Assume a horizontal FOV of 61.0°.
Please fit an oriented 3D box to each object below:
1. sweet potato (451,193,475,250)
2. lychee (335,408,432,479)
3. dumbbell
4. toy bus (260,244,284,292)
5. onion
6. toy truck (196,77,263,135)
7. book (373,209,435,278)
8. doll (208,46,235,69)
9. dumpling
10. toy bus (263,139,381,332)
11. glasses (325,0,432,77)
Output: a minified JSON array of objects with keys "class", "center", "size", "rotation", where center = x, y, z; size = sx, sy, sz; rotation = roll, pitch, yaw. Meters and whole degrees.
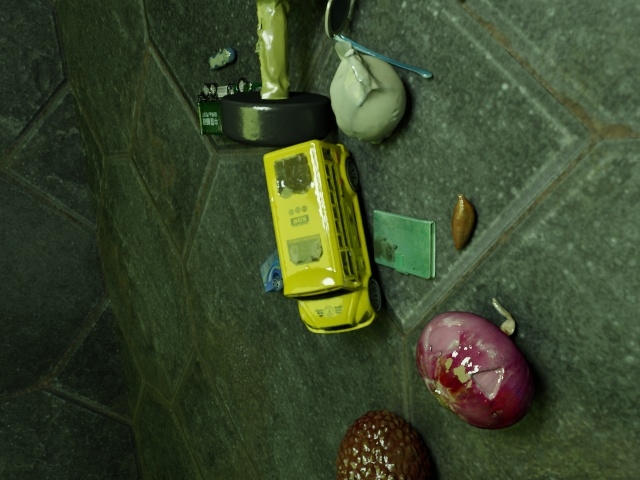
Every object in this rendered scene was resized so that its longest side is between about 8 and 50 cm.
[{"class":"sweet potato","center":[0.213,-0.026,0.811],"size":[0.034,0.034,0.095],"rotation":[33,138,44]},{"class":"lychee","center":[0.109,0.404,0.985],"size":[0.188,0.188,0.188],"rotation":[23,119,48]},{"class":"dumbbell","center":[-0.079,-0.341,0.952],"size":[0.203,0.203,0.322],"rotation":[27,123,47]},{"class":"toy bus","center":[-0.057,0.036,1.159],"size":[0.236,0.079,0.094],"rotation":[-49,61,49]},{"class":"onion","center":[0.220,0.180,0.768],"size":[0.177,0.153,0.177],"rotation":[165,90,-86]},{"class":"toy truck","center":[-0.188,-0.297,1.219],"size":[0.259,0.088,0.121],"rotation":[16,113,52]},{"class":"book","center":[0.141,0.007,0.931],"size":[0.135,0.017,0.103],"rotation":[17,115,51]},{"class":"doll","center":[-0.236,-0.430,1.287],"size":[0.125,0.027,0.037],"rotation":[2,111,53]},{"class":"dumpling","center":[0.065,-0.239,0.868],"size":[0.181,0.111,0.155],"rotation":[122,130,-61]},{"class":"toy bus","center":[0.000,0.000,0.951],"size":[0.144,0.152,0.330],"rotation":[-12,85,23]},{"class":"glasses","center":[0.094,-0.355,0.810],"size":[0.220,0.088,0.190],"rotation":[50,137,32]}]
